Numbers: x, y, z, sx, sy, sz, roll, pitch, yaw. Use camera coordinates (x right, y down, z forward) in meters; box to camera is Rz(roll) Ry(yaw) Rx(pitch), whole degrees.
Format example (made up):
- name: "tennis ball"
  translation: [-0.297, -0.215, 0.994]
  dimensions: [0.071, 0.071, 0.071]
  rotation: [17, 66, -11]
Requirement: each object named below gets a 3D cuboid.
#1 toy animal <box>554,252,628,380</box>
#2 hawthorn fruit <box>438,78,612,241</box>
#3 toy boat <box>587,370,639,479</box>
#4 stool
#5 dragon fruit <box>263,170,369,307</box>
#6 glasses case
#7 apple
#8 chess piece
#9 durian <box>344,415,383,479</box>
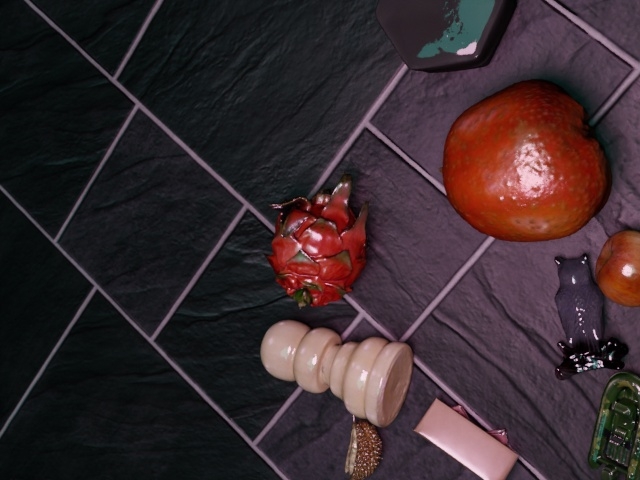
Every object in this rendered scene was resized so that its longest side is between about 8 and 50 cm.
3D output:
- name: "toy animal"
  translation: [0.442, 0.131, 1.335]
  dimensions: [0.121, 0.117, 0.210]
  rotation: [-16, 93, 31]
- name: "hawthorn fruit"
  translation: [0.327, -0.126, 1.270]
  dimensions: [0.299, 0.275, 0.275]
  rotation: [-3, 96, 37]
- name: "toy boat"
  translation: [0.529, 0.330, 1.351]
  dimensions: [0.104, 0.052, 0.210]
  rotation: [23, 109, 52]
- name: "stool"
  translation: [0.220, -0.403, 1.339]
  dimensions: [0.232, 0.141, 0.232]
  rotation: [4, 99, 24]
- name: "dragon fruit"
  translation: [0.000, 0.000, 1.471]
  dimensions: [0.192, 0.193, 0.274]
  rotation: [13, 78, 18]
- name: "glasses case"
  translation: [0.284, 0.378, 1.473]
  dimensions: [0.193, 0.070, 0.102]
  rotation: [33, 81, 18]
- name: "apple"
  translation: [0.520, 0.047, 1.284]
  dimensions: [0.102, 0.126, 0.126]
  rotation: [20, 106, 3]
- name: "chess piece"
  translation: [0.017, 0.241, 1.519]
  dimensions: [0.299, 0.167, 0.167]
  rotation: [15, 103, 25]
- name: "durian"
  translation: [0.089, 0.416, 1.552]
  dimensions: [0.071, 0.110, 0.140]
  rotation: [2, 87, -11]
